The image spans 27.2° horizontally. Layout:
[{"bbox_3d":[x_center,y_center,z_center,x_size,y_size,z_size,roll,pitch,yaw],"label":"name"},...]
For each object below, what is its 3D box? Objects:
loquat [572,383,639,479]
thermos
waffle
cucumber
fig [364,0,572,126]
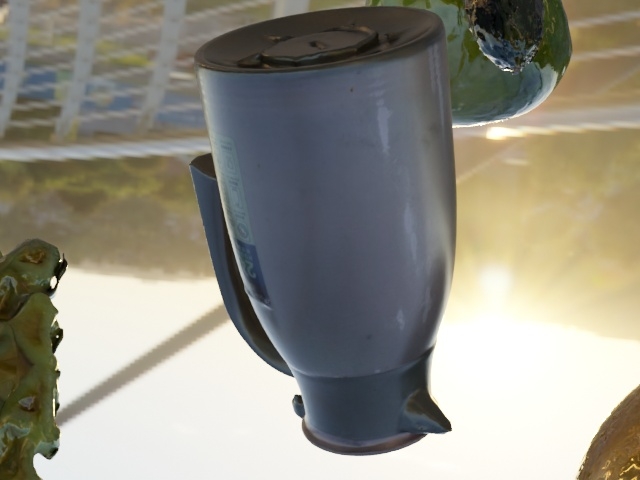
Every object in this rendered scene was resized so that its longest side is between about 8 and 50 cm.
[{"bbox_3d":[0.263,0.184,0.737,0.263,0.263,0.263,6,179,0],"label":"loquat"},{"bbox_3d":[0.000,0.000,0.594,0.137,0.193,0.105,10,-151,39],"label":"thermos"},{"bbox_3d":[-0.239,0.100,0.753,0.204,0.223,0.054,-22,141,21],"label":"waffle"},{"bbox_3d":[0.136,-0.218,1.021,0.067,0.245,0.067,3,134,3],"label":"cucumber"},{"bbox_3d":[0.141,-0.269,1.504,0.233,0.314,0.233,-37,-177,2],"label":"fig"}]
